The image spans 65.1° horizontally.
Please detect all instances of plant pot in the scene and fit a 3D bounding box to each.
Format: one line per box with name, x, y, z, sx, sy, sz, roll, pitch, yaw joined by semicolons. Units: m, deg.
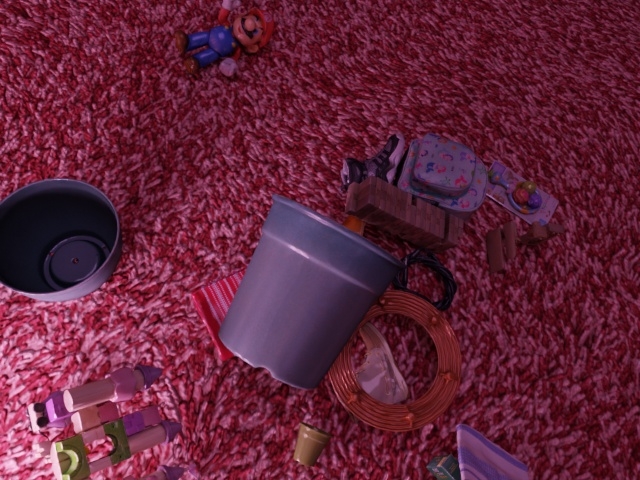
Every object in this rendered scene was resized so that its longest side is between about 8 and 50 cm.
plant pot;-0.039;0.121;1.118;0.341;0.341;0.334;30;87;7
plant pot;-0.025;0.472;1.153;0.083;0.083;0.079;22;77;3
plant pot;-0.616;0.024;1.215;0.293;0.196;0.293;3;65;-6

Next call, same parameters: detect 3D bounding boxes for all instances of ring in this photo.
ring;0.182;0.281;1.207;0.336;0.032;0.336;2;70;-6

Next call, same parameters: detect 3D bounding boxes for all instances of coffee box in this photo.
coffee box;0.333;0.565;1.131;0.184;0.113;0.040;43;68;15

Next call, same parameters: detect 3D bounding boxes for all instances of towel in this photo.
towel;0.389;0.541;1.081;0.209;0.034;0.285;35;22;-3
towel;-0.163;0.157;1.262;0.275;0.031;0.199;-25;84;-8

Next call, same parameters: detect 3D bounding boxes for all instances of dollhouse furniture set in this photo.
dollhouse furniture set;0.582;0.026;1.420;0.151;0.144;0.123;10;68;-19

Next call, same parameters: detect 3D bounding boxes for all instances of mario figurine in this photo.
mario figurine;-0.291;-0.654;1.589;0.320;0.198;0.170;-28;50;-14

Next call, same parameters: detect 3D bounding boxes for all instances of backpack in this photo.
backpack;0.355;-0.174;1.454;0.253;0.191;0.225;23;63;-2

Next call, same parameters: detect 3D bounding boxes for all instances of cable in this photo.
cable;0.284;0.116;1.370;0.150;0.047;0.184;-31;76;-15

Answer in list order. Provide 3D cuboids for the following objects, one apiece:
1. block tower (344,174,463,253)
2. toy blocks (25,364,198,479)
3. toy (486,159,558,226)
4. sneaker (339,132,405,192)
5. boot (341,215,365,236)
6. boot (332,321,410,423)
block tower;0.233;-0.065;1.360;0.335;0.097;0.091;21;62;-22
toy blocks;-0.420;0.422;1.070;0.260;0.309;0.288;-8;75;-47
toy;0.617;-0.149;1.542;0.237;0.056;0.137;33;66;9
sneaker;0.150;-0.229;1.490;0.153;0.101;0.268;22;66;0
boot;0.000;0.001;1.361;0.211;0.104;0.295;15;68;-1
boot;0.103;0.321;1.239;0.165;0.077;0.213;-21;70;-14
